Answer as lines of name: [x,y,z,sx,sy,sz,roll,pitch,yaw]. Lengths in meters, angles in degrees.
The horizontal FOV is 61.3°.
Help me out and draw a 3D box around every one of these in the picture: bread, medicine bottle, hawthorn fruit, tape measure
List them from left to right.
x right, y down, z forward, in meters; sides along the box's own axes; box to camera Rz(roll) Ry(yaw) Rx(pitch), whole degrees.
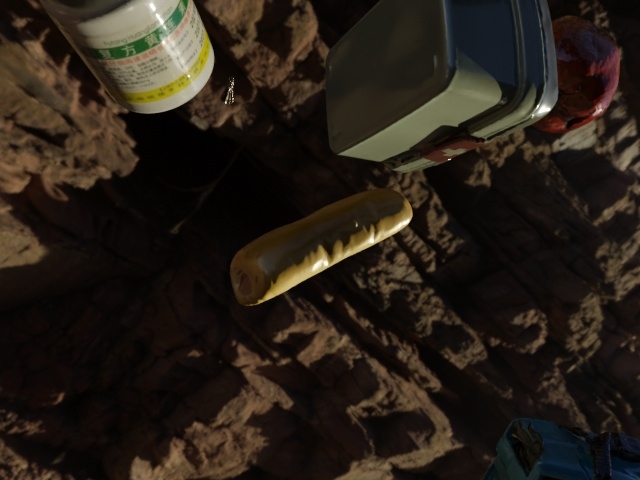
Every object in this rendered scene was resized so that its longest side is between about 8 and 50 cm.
medicine bottle: [-0.314,-0.380,0.845,0.208,0.208,0.339,48,-10,23]
bread: [0.000,0.000,0.839,0.091,0.305,0.142,62,-27,4]
hawthorn fruit: [0.373,-0.260,0.847,0.173,0.174,0.178,43,43,-48]
tape measure: [0.196,0.211,0.428,0.125,0.146,0.081,13,21,-9]

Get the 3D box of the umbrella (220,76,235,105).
umbrella: [-0.222,-0.358,1.303,0.032,0.083,0.020,26,36,0]

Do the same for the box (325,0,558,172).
box: [0.102,-0.156,0.514,0.129,0.147,0.210,2,-11,-28]
